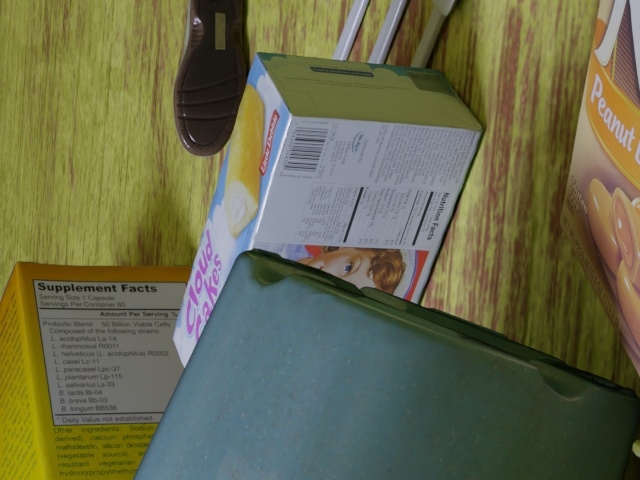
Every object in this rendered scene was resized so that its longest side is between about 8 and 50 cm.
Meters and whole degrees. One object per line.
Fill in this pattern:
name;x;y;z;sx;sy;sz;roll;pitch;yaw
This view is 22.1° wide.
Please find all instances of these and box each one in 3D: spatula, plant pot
spatula;0.060;-0.183;1.261;0.168;0.019;0.242;-115;36;-43
plant pot;0.014;0.201;0.961;0.341;0.341;0.334;24;94;63

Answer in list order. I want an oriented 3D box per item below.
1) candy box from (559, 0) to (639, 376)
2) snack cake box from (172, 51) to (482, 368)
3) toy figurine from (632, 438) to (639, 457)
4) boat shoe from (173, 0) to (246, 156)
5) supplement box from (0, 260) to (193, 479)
candy box;0.200;-0.058;0.762;0.316;0.087;0.183;90;163;-48
snack cake box;0.000;0.000;1.218;0.089;0.152;0.264;-119;39;-48
toy figurine;0.257;0.191;0.577;0.362;0.191;0.217;168;109;-67
boat shoe;-0.105;-0.168;1.576;0.072;0.068;0.190;144;135;-74
supplement box;-0.204;0.219;1.592;0.195;0.194;0.357;124;141;-49
